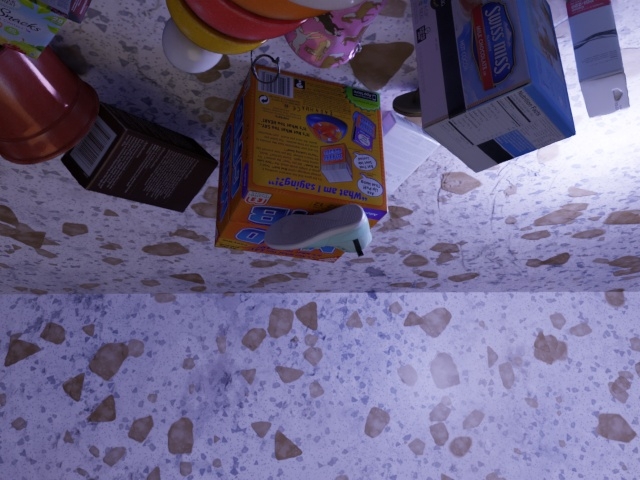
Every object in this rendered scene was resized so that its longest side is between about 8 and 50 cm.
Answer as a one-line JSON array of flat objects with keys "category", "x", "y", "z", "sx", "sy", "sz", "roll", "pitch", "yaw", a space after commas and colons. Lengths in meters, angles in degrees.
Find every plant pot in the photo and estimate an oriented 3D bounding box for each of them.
[{"category": "plant pot", "x": -0.686, "y": -0.359, "z": 1.404, "sx": 0.272, "sy": 0.272, "sz": 0.265, "roll": -5, "pitch": 148, "yaw": 10}]

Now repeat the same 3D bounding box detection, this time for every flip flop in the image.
[{"category": "flip flop", "x": 0.312, "y": -0.381, "z": 1.562, "sx": 0.277, "sy": 0.112, "sz": 0.080, "roll": -9, "pitch": 130, "yaw": 24}]

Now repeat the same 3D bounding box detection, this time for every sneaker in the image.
[{"category": "sneaker", "x": 0.000, "y": 0.000, "z": 1.522, "sx": 0.255, "sy": 0.094, "sz": 0.151, "roll": -11, "pitch": 147, "yaw": 15}]

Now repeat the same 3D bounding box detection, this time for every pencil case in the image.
[{"category": "pencil case", "x": 0.065, "y": -0.500, "z": 1.193, "sx": 0.167, "sy": 0.160, "sz": 0.386, "roll": -13, "pitch": 164, "yaw": -29}]

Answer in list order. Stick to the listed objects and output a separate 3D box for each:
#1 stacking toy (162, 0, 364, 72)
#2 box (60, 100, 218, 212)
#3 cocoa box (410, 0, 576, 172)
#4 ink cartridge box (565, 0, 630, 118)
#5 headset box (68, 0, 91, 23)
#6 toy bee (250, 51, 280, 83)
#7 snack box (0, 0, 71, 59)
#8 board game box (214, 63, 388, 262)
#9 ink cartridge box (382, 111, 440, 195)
[{"category": "stacking toy", "x": -0.153, "y": -0.437, "z": 1.046, "sx": 0.350, "sy": 0.351, "sz": 0.480, "roll": 15, "pitch": 156, "yaw": -32}, {"category": "box", "x": -0.469, "y": -0.211, "z": 1.674, "sx": 0.191, "sy": 0.143, "sz": 0.381, "roll": -51, "pitch": 154, "yaw": 11}, {"category": "cocoa box", "x": 0.349, "y": -0.362, "z": 1.278, "sx": 0.228, "sy": 0.347, "sz": 0.231, "roll": -20, "pitch": 150, "yaw": 36}, {"category": "ink cartridge box", "x": 0.603, "y": -0.401, "z": 1.358, "sx": 0.092, "sy": 0.218, "sz": 0.158, "roll": -13, "pitch": 154, "yaw": 26}, {"category": "headset box", "x": -0.517, "y": -0.540, "z": 1.140, "sx": 0.293, "sy": 0.110, "sz": 0.218, "roll": 15, "pitch": 153, "yaw": -31}, {"category": "toy bee", "x": -0.175, "y": -0.488, "z": 1.265, "sx": 0.195, "sy": 0.162, "sz": 0.298, "roll": 2, "pitch": 133, "yaw": 15}, {"category": "snack box", "x": -0.593, "y": -0.439, "z": 1.150, "sx": 0.207, "sy": 0.070, "sz": 0.174, "roll": 18, "pitch": 155, "yaw": -39}, {"category": "board game box", "x": -0.064, "y": -0.184, "z": 1.669, "sx": 0.356, "sy": 0.356, "sz": 0.356, "roll": 8, "pitch": 154, "yaw": -20}, {"category": "ink cartridge box", "x": 0.203, "y": -0.247, "z": 1.824, "sx": 0.189, "sy": 0.066, "sz": 0.232, "roll": 17, "pitch": 135, "yaw": -36}]
